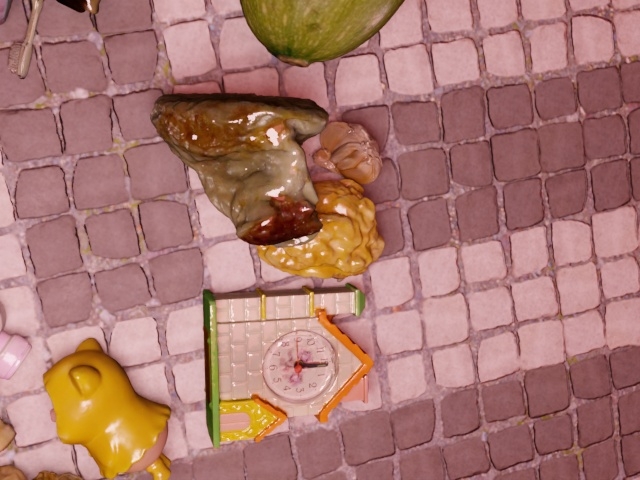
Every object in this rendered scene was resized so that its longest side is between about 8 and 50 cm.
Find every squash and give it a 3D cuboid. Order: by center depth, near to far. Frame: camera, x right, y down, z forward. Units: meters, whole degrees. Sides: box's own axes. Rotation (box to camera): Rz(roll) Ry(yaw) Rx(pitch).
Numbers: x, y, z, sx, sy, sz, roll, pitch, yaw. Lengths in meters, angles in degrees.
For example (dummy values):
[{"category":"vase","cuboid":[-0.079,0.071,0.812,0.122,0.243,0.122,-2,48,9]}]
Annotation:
[{"category":"squash","cuboid":[-0.005,-0.405,1.089,0.310,0.310,0.308,27,108,-15]}]

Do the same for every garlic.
[{"category":"garlic","cuboid":[0.051,-0.139,1.210,0.113,0.094,0.074,46,45,-9]}]

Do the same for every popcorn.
[{"category":"popcorn","cuboid":[0.006,-0.018,1.184,0.194,0.140,0.163,18,98,-17]}]

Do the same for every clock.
[{"category":"clock","cuboid":[-0.049,0.182,1.209,0.256,0.106,0.219,-3,98,-13]}]

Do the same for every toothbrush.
[{"category":"toothbrush","cuboid":[-0.395,-0.372,1.100,0.028,0.026,0.294,14,94,0]}]

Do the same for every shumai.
[{"category":"shumai","cuboid":[-0.115,-0.103,1.089,0.222,0.272,0.203,-5,109,-32]}]

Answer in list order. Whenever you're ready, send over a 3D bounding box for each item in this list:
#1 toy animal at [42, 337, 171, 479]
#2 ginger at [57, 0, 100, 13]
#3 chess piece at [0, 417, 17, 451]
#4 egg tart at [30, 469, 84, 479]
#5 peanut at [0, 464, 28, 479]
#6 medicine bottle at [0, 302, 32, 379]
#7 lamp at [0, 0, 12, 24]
[{"category":"toy animal","cuboid":[-0.297,0.258,1.139,0.156,0.156,0.229,-36,105,-7]},{"category":"ginger","cuboid":[-0.207,-0.472,0.952,0.211,0.358,0.413,19,98,5]},{"category":"chess piece","cuboid":[-0.532,0.234,1.111,0.090,0.090,0.200,-41,102,-6]},{"category":"egg tart","cuboid":[-0.333,0.401,1.114,0.213,0.213,0.090,25,79,-15]},{"category":"peanut","cuboid":[-0.515,0.411,1.138,0.214,0.099,0.099,-41,104,-12]},{"category":"medicine bottle","cuboid":[-0.516,0.115,1.103,0.219,0.078,0.115,36,85,-15]},{"category":"lamp","cuboid":[-0.522,-0.390,0.962,0.301,0.247,0.247,17,95,-22]}]
